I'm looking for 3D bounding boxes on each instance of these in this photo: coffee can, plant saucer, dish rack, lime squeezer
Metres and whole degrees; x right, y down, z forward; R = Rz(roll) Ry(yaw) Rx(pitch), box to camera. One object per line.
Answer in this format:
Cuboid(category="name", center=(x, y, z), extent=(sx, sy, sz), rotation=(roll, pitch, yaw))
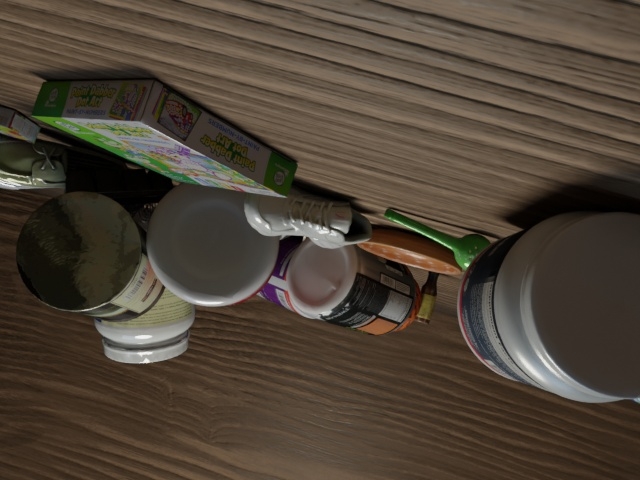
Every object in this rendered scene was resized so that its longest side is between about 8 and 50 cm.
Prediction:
Cuboid(category="coffee can", center=(-0.403, 0.040, 1.176), extent=(0.201, 0.201, 0.275), rotation=(17, 168, -1))
Cuboid(category="plant saucer", center=(0.167, 0.018, 1.190), extent=(0.200, 0.037, 0.200), rotation=(16, 173, 2))
Cuboid(category="dish rack", center=(-0.422, -0.074, 1.293), extent=(0.208, 0.074, 0.271), rotation=(-5, 167, -29))
Cuboid(category="lime squeezer", center=(0.245, 0.027, 0.988), extent=(0.310, 0.059, 0.110), rotation=(20, 173, -27))

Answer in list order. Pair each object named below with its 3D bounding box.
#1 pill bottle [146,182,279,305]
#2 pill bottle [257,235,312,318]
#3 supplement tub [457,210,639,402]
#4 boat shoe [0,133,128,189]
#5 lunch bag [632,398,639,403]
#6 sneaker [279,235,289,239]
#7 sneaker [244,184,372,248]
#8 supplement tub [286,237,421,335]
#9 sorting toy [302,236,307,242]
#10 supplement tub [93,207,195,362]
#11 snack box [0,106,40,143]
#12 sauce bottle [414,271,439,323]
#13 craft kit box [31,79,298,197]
Cuboid(category="pill bottle", center=(-0.197, 0.017, 1.277), extent=(0.229, 0.229, 0.408), rotation=(17, 173, -2))
Cuboid(category="pill bottle", center=(-0.086, 0.076, 1.640), extent=(0.181, 0.181, 0.323), rotation=(23, 176, -41))
Cuboid(category="supplement tub", center=(0.269, 0.072, 0.702), extent=(0.191, 0.191, 0.272), rotation=(17, 173, 1))
Cuboid(category="boat shoe", center=(-0.522, -0.154, 1.245), extent=(0.302, 0.109, 0.094), rotation=(2, 169, -45))
Cuboid(category="lunch bag", center=(0.660, 0.235, 1.125), extent=(0.219, 0.176, 0.090), rotation=(15, 173, 13))
Cuboid(category="sneaker", center=(-0.087, -0.030, 1.441), extent=(0.065, 0.061, 0.158), rotation=(-9, -177, -18))
Cuboid(category="sneaker", center=(-0.009, -0.043, 0.996), extent=(0.232, 0.090, 0.115), rotation=(11, 172, -41))
Cuboid(category="supplement tub", center=(0.087, 0.105, 1.435), extent=(0.193, 0.193, 0.316), rotation=(12, 171, 38))
Cuboid(category="sorting toy", center=(0.000, 0.000, 1.467), extent=(0.075, 0.045, 0.083), rotation=(11, 175, -7))
Cuboid(category="supplement tub", center=(-0.415, 0.099, 1.507), extent=(0.235, 0.325, 0.235), rotation=(1, -168, 0))
Cuboid(category="snack box", center=(-0.593, -0.221, 1.147), extent=(0.141, 0.037, 0.100), rotation=(17, 173, 2))
Cuboid(category="sauce bottle", center=(0.257, 0.135, 1.530), extent=(0.042, 0.128, 0.042), rotation=(18, 174, 2))
Cuboid(category="craft kit box", center=(-0.199, -0.131, 0.832), extent=(0.250, 0.061, 0.246), rotation=(11, 169, 41))
